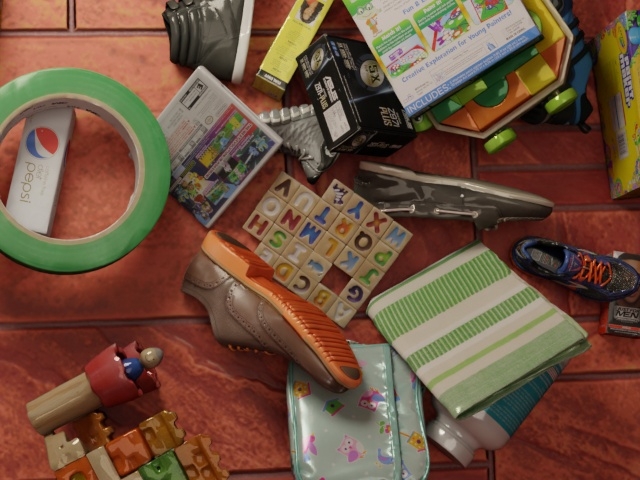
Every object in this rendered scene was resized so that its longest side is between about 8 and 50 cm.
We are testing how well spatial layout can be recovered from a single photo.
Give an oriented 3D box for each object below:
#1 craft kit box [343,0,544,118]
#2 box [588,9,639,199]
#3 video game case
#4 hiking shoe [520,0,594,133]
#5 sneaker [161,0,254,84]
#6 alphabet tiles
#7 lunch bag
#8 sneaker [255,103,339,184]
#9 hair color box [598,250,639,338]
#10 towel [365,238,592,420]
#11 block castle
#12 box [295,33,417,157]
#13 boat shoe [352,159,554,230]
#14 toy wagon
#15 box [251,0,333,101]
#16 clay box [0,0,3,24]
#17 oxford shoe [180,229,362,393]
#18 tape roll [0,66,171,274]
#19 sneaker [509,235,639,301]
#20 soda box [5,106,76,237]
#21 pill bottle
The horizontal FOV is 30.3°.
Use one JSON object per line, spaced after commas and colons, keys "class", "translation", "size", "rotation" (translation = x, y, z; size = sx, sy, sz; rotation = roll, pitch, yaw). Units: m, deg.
{"class": "craft kit box", "translation": [0.190, -0.364, 1.899], "size": [0.250, 0.061, 0.246], "rotation": [-30, 85, 16]}
{"class": "box", "translation": [0.633, -0.234, 2.001], "size": [0.279, 0.177, 0.290], "rotation": [-6, 83, -8]}
{"class": "video game case", "translation": [-0.188, -0.151, 1.929], "size": [0.183, 0.023, 0.201], "rotation": [43, 110, 0]}
{"class": "hiking shoe", "translation": [0.406, -0.339, 2.038], "size": [0.132, 0.113, 0.304], "rotation": [8, 82, -27]}
{"class": "sneaker", "translation": [-0.185, -0.415, 1.968], "size": [0.147, 0.104, 0.296], "rotation": [7, 86, -10]}
{"class": "alphabet tiles", "translation": [0.000, 0.000, 1.949], "size": [0.237, 0.009, 0.198], "rotation": [35, 102, -1]}
{"class": "lunch bag", "translation": [0.061, 0.286, 1.851], "size": [0.224, 0.108, 0.279], "rotation": [-3, 53, -2]}
{"class": "sneaker", "translation": [-0.053, -0.151, 1.961], "size": [0.228, 0.086, 0.132], "rotation": [-14, 87, -9]}
{"class": "hair color box", "translation": [0.519, 0.093, 2.011], "size": [0.072, 0.043, 0.141], "rotation": [7, 81, -4]}
{"class": "towel", "translation": [0.236, 0.133, 1.861], "size": [0.248, 0.325, 0.038], "rotation": [-28, 127, -11]}
{"class": "block castle", "translation": [-0.229, 0.372, 1.766], "size": [0.213, 0.303, 0.453], "rotation": [-28, 86, -3]}
{"class": "box", "translation": [0.059, -0.234, 1.929], "size": [0.147, 0.077, 0.180], "rotation": [2, 62, -46]}
{"class": "boat shoe", "translation": [0.217, -0.059, 1.975], "size": [0.335, 0.112, 0.095], "rotation": [11, 100, 1]}
{"class": "toy wagon", "translation": [0.245, -0.275, 1.948], "size": [0.344, 0.068, 0.267], "rotation": [-34, 82, 15]}
{"class": "box", "translation": [-0.035, -0.353, 1.989], "size": [0.058, 0.087, 0.232], "rotation": [28, 79, -4]}
{"class": "clay box", "translation": [-0.547, -0.414, 1.918], "size": [0.053, 0.127, 0.222], "rotation": [5, 83, -6]}
{"class": "oxford shoe", "translation": [-0.080, 0.138, 1.864], "size": [0.363, 0.130, 0.133], "rotation": [42, 101, 31]}
{"class": "tape roll", "translation": [-0.399, -0.107, 1.854], "size": [0.321, 0.077, 0.321], "rotation": [2, 84, -15]}
{"class": "sneaker", "translation": [0.422, 0.048, 1.964], "size": [0.221, 0.087, 0.083], "rotation": [13, 86, 10]}
{"class": "soda box", "translation": [-0.455, -0.117, 1.919], "size": [0.074, 0.069, 0.216], "rotation": [11, 82, -6]}
{"class": "pill bottle", "translation": [0.279, 0.237, 1.914], "size": [0.146, 0.146, 0.264], "rotation": [40, 80, 0]}
